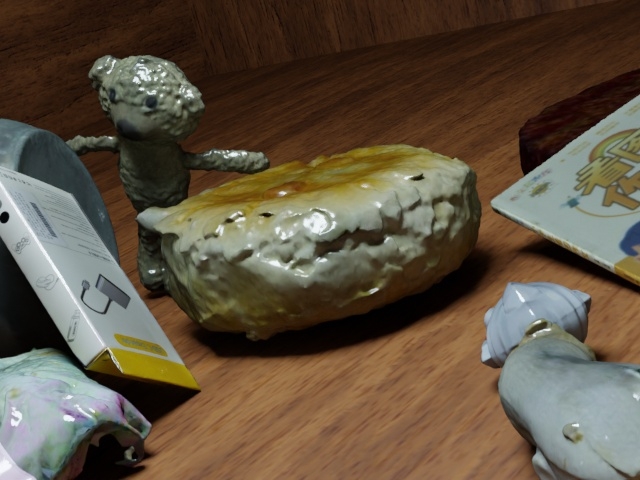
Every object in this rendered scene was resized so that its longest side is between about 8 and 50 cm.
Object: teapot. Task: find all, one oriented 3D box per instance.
[{"bbox_3d":[-0.401,0.051,1.404,0.344,0.253,0.300,-18,31,16],"label":"teapot"}]

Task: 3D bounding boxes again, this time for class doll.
[{"bbox_3d":[-0.183,-0.068,1.469,0.091,0.203,0.286,-56,2,-43],"label":"doll"},{"bbox_3d":[0.158,0.064,1.053,0.094,0.079,0.180,-30,1,1],"label":"doll"}]

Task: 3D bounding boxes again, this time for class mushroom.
[{"bbox_3d":[0.163,0.104,0.837,0.096,0.099,0.278,-12,9,-9],"label":"mushroom"}]

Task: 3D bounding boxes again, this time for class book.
[{"bbox_3d":[0.306,-0.048,1.245,0.208,0.020,0.295,-35,27,-11],"label":"book"}]

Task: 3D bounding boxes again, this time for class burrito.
[{"bbox_3d":[-0.225,0.141,1.123,0.144,0.089,0.229,-25,14,-27],"label":"burrito"}]

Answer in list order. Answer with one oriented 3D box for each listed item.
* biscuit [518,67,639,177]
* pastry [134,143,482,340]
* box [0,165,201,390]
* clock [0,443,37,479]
[{"bbox_3d":[0.412,-0.123,1.496,0.407,0.091,0.407,-16,16,5],"label":"biscuit"},{"bbox_3d":[0.000,0.000,1.326,0.330,0.136,0.329,-12,12,3],"label":"pastry"},{"bbox_3d":[-0.207,0.039,1.215,0.033,0.247,0.129,-43,-28,11],"label":"box"},{"bbox_3d":[-0.320,0.153,1.004,0.080,0.275,0.290,-28,-19,-35],"label":"clock"}]
